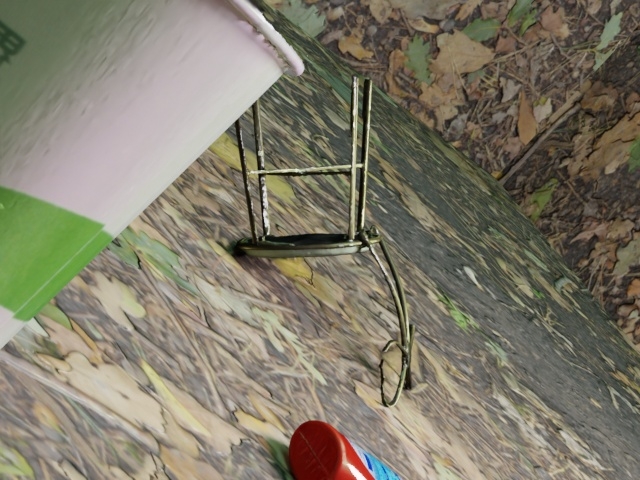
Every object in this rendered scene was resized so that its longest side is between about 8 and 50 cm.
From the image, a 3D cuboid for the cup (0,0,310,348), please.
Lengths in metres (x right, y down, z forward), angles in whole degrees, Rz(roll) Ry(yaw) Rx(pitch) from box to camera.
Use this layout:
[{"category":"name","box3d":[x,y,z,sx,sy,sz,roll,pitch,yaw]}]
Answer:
[{"category":"cup","box3d":[-0.185,-0.082,1.022,0.253,0.274,0.253,39,-2,2]}]

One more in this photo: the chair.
[{"category":"chair","box3d":[0.000,0.000,1.774,0.160,0.170,0.325,-25,111,-82]}]

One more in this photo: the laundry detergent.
[{"category":"laundry detergent","box3d":[0.048,0.205,1.398,0.165,0.049,0.097,38,8,-31]}]
